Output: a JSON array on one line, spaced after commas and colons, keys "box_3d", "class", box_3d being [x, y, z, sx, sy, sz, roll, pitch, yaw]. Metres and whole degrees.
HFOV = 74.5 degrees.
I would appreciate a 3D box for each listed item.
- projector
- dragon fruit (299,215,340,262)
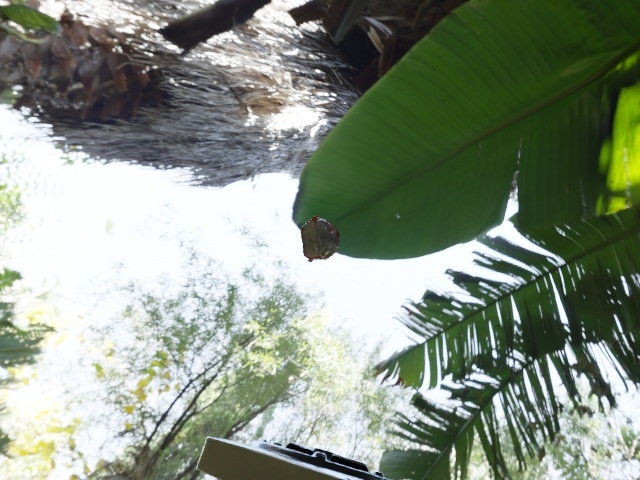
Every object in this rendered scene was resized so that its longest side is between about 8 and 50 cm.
[{"box_3d": [-0.001, 0.344, 0.601, 0.259, 0.257, 0.079, -6, -125, 36], "class": "projector"}, {"box_3d": [0.000, 0.000, 0.797, 0.056, 0.060, 0.083, -26, -109, 52], "class": "dragon fruit"}]
